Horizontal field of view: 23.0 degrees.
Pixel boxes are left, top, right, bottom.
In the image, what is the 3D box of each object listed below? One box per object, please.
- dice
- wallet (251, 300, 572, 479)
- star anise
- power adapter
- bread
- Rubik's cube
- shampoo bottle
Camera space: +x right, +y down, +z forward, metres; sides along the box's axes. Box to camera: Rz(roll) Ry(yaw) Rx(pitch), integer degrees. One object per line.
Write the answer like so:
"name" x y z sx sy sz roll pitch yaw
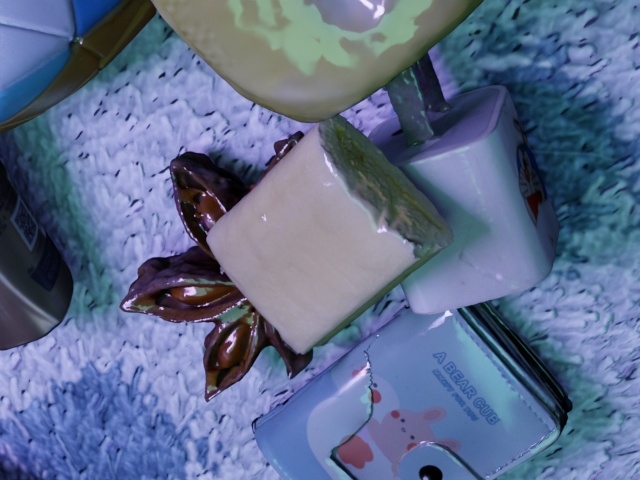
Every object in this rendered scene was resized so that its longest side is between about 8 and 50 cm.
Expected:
"dice" 0.006 -0.243 1.124 0.227 0.238 0.233 -38 102 25
"wallet" 0.082 0.161 1.404 0.250 0.075 0.176 -39 96 26
"star anise" -0.066 0.019 1.355 0.220 0.099 0.214 -26 94 20
"power adapter" 0.098 -0.064 1.253 0.125 0.130 0.205 -16 113 21
"bread" 0.000 0.000 1.220 0.139 0.060 0.178 45 134 -1
"Rubik's cube" -0.270 -0.199 1.268 0.254 0.254 0.254 5 117 10
"shampoo bottle" -0.320 -0.067 1.314 0.084 0.126 0.350 -18 126 12
